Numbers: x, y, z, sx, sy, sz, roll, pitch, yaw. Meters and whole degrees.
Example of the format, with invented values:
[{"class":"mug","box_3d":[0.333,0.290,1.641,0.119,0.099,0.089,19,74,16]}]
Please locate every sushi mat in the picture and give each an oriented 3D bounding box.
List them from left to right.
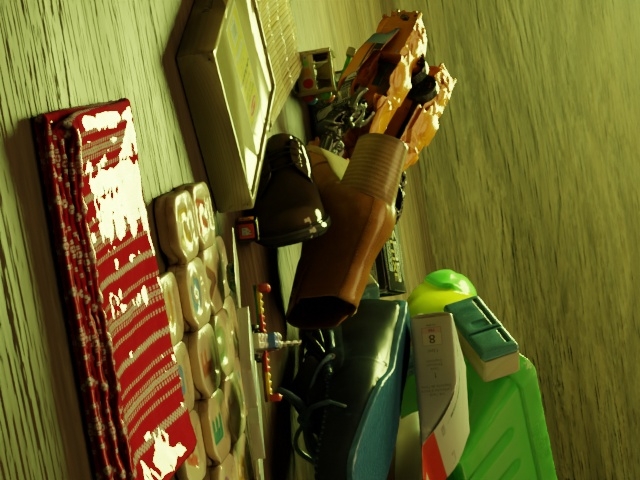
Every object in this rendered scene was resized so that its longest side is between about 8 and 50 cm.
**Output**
[{"class":"sushi mat","box_3d":[-0.057,-0.237,1.930,0.316,0.019,0.151,-72,153,-71]}]

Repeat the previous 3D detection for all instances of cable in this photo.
[{"class":"cable","box_3d":[0.009,0.144,1.953,0.150,0.047,0.184,57,22,-52]}]

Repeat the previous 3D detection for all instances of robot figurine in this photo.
[{"class":"robot figurine","box_3d":[0.072,-0.144,2.110,0.291,0.085,0.211,-59,140,-24]}]

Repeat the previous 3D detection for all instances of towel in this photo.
[{"class":"towel","box_3d":[-0.136,0.040,1.140,0.199,0.031,0.275,-47,128,-80]}]

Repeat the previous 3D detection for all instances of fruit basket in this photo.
[{"class":"fruit basket","box_3d":[0.201,0.216,2.323,0.392,0.283,0.392,-40,138,-50]}]

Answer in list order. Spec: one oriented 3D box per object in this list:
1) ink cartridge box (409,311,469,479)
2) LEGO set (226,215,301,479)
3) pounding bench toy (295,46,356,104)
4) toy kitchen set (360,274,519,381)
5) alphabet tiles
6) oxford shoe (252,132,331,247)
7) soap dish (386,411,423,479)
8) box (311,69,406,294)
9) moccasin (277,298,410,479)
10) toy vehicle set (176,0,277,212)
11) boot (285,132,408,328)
[{"class":"ink cartridge box","box_3d":[0.144,0.222,1.870,0.189,0.066,0.232,69,13,-65]},{"class":"LEGO set","box_3d":[-0.048,0.091,1.482,0.244,0.060,0.182,-97,-179,-48]},{"class":"pounding bench toy","box_3d":[0.010,-0.214,2.119,0.052,0.083,0.065,23,59,-80]},{"class":"toy kitchen set","box_3d":[0.133,0.100,2.061,0.122,0.207,0.166,-126,-156,-49]},{"class":"alphabet tiles","box_3d":[-0.094,0.095,1.386,0.278,0.021,0.284,-42,124,-79]},{"class":"oxford shoe","box_3d":[-0.041,-0.056,1.691,0.227,0.082,0.096,-108,-176,-69]},{"class":"soap dish","box_3d":[0.081,0.361,1.943,0.291,0.118,0.229,-81,161,-60]},{"class":"box","box_3d":[0.054,-0.071,2.296,0.242,0.076,0.307,20,62,-80]},{"class":"moccasin","box_3d":[0.024,0.179,1.759,0.342,0.117,0.138,-66,156,-65]},{"class":"toy vehicle set","box_3d":[-0.088,-0.164,1.609,0.267,0.035,0.166,-83,162,-59]},{"class":"boot","box_3d":[0.001,0.000,1.854,0.211,0.104,0.295,-69,-166,-14]}]
